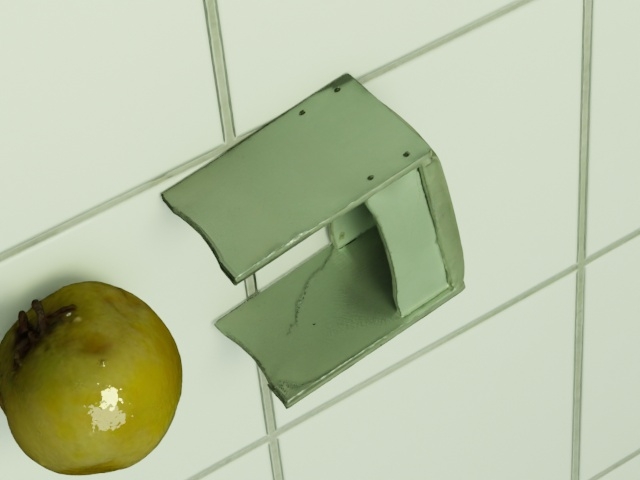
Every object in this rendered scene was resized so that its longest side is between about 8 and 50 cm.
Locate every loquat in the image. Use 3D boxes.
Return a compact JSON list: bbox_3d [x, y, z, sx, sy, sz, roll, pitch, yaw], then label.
[{"bbox_3d":[-0.253,0.151,2.081,0.213,0.213,0.213,-24,137,-24],"label":"loquat"}]

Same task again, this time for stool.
[{"bbox_3d":[0.000,0.000,2.197,0.269,0.170,0.243,-33,140,-13],"label":"stool"}]
